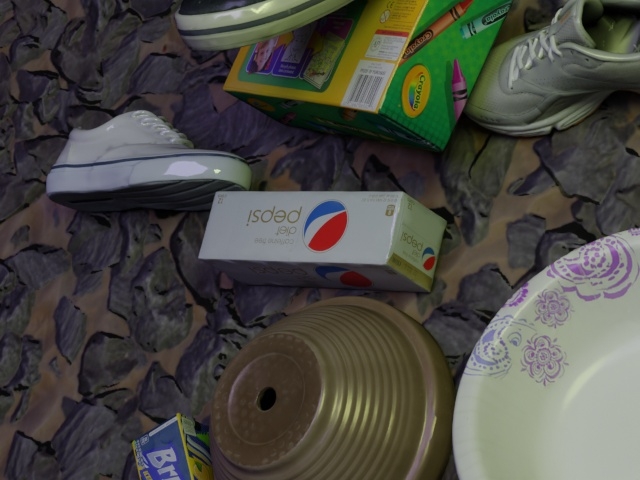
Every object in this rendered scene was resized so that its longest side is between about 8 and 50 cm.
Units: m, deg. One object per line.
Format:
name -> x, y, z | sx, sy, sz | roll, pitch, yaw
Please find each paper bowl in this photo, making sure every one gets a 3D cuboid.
paper bowl -> 0.247, 0.141, 1.368 | 0.284, 0.148, 0.284 | -15, 53, 20

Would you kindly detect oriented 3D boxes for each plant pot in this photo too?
plant pot -> -0.013, 0.147, 1.621 | 0.237, 0.110, 0.237 | -18, 58, 31

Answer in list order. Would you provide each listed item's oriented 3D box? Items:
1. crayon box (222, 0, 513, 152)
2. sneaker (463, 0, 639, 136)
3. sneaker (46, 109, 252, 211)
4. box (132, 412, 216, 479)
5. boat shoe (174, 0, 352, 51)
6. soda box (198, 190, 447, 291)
crayon box -> 0.039, -0.180, 1.710 | 0.278, 0.081, 0.165 | 16, 79, 58
sneaker -> 0.208, -0.160, 1.585 | 0.262, 0.121, 0.099 | -10, 64, 36
sneaker -> -0.168, -0.082, 1.864 | 0.258, 0.094, 0.091 | 0, 74, 39
box -> -0.113, 0.240, 1.692 | 0.059, 0.054, 0.169 | -33, 51, 22
boat shoe -> 0.036, -0.342, 1.659 | 0.500, 0.156, 0.187 | -47, 30, -25
soda box -> 0.000, 0.000, 1.704 | 0.216, 0.074, 0.069 | 1, 69, 39
